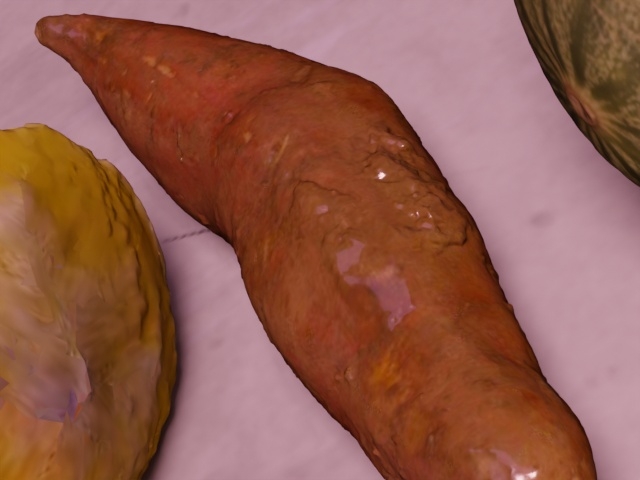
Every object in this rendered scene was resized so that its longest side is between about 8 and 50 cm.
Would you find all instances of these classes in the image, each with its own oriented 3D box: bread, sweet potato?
[{"bbox_3d":[-0.158,0.052,0.678,0.170,0.197,0.197,-6,54,34],"label":"bread"},{"bbox_3d":[0.010,-0.003,0.680,0.106,0.095,0.354,-6,37,-34],"label":"sweet potato"}]

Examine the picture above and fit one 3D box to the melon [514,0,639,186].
[{"bbox_3d":[0.194,-0.140,0.576,0.301,0.237,0.237,-44,47,-3],"label":"melon"}]
